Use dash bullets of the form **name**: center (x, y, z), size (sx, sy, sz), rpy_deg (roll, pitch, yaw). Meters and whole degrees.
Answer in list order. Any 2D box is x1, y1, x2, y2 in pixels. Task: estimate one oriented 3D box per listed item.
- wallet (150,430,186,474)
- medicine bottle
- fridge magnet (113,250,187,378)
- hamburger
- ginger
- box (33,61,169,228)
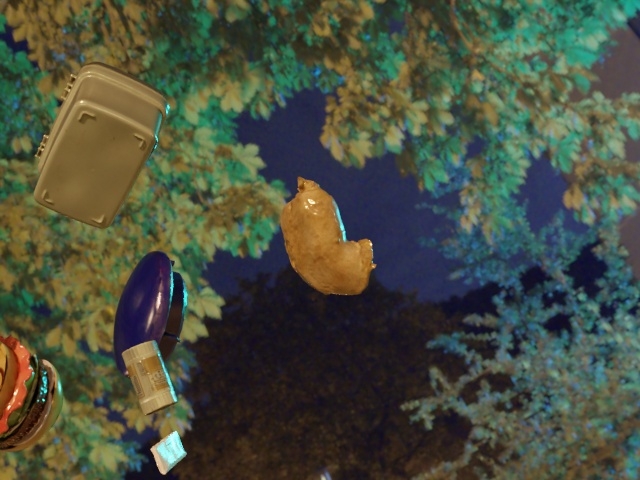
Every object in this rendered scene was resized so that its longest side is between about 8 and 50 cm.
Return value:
- **wallet**: center (-0.225, 0.315, 1.199), size (0.011, 0.044, 0.083), rpy_deg (-24, -1, 14)
- **medicine bottle**: center (-0.213, 0.171, 1.004), size (0.047, 0.083, 0.047), rpy_deg (-23, -11, -5)
- **fridge magnet**: center (-0.353, 0.152, 1.638), size (0.112, 0.265, 0.265), rpy_deg (17, -46, -28)
- **hamburger**: center (-0.462, 0.237, 1.186), size (0.175, 0.175, 0.137), rpy_deg (-34, -45, 13)
- **ginger**: center (0.000, 0.000, 1.646), size (0.152, 0.267, 0.138), rpy_deg (-35, 3, -21)
- **box**: center (-0.316, -0.134, 1.145), size (0.148, 0.129, 0.210), rpy_deg (24, -58, -21)
